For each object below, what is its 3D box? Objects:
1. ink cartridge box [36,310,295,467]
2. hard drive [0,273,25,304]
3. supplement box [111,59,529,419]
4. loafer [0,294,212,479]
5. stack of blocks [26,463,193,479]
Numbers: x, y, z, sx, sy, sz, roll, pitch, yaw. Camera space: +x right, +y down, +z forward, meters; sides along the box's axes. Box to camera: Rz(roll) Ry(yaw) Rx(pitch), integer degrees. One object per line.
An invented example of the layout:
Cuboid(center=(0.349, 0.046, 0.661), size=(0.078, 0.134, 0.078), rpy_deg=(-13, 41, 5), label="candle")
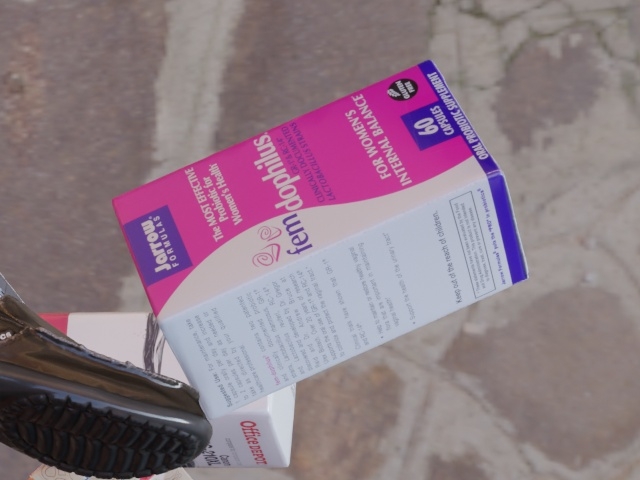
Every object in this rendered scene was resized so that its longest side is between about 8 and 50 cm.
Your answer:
Cuboid(center=(-0.148, 0.137, 1.500), size=(0.237, 0.172, 0.100), rpy_deg=(-1, 67, 5), label="ink cartridge box")
Cuboid(center=(-0.483, 0.131, 1.785), size=(0.339, 0.064, 0.237), rpy_deg=(-32, 113, 8), label="hard drive")
Cuboid(center=(0.000, 0.000, 1.022), size=(0.220, 0.111, 0.114), rpy_deg=(-25, 140, -3), label="supplement box")
Cuboid(center=(-0.161, 0.066, 0.906), size=(0.220, 0.080, 0.078), rpy_deg=(18, 51, -14), label="loafer")
Cuboid(center=(-0.180, 0.338, 1.770), size=(0.171, 0.087, 0.297), rpy_deg=(-41, 87, -13), label="stack of blocks")
